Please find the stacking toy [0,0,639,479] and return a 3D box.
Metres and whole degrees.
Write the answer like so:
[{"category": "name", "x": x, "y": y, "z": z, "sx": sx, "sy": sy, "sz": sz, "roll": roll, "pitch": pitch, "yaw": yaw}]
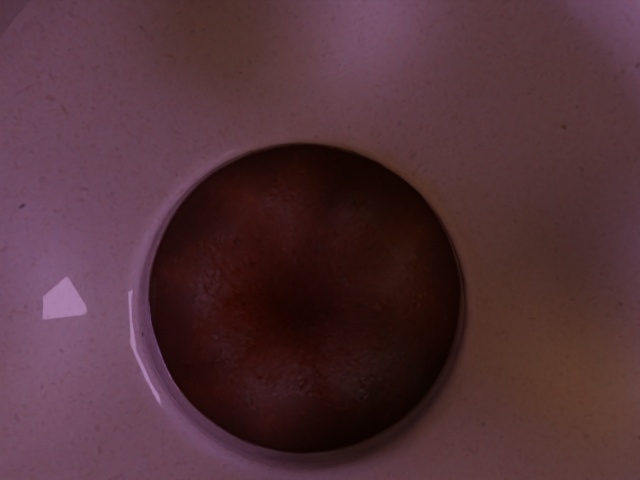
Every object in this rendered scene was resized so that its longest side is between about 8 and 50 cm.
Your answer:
[{"category": "stacking toy", "x": 0.000, "y": 0.000, "z": 0.796, "sx": 0.480, "sy": 0.350, "sz": 0.351, "roll": -75, "pitch": 157, "yaw": -83}]
